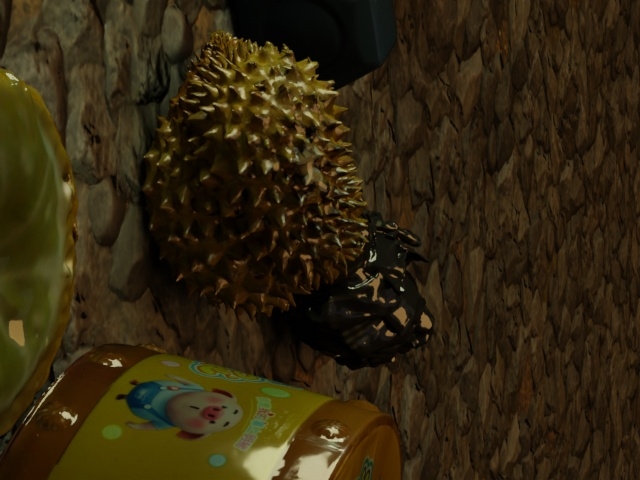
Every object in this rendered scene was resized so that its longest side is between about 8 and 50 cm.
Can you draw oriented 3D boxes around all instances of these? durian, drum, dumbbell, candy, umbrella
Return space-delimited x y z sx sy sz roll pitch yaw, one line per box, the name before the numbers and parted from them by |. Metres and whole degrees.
durian | -0.044 -0.041 1.507 0.183 0.138 0.249 -36 122 -36
drum | -0.099 0.289 1.254 0.431 0.214 0.431 14 90 -76
dumbbell | 0.034 -0.280 1.736 0.325 0.160 0.144 -60 176 -47
candy | -0.247 0.012 1.111 0.260 0.118 0.259 7 90 -67
umbrella | -0.010 0.007 1.713 0.337 0.154 0.128 40 14 -43
